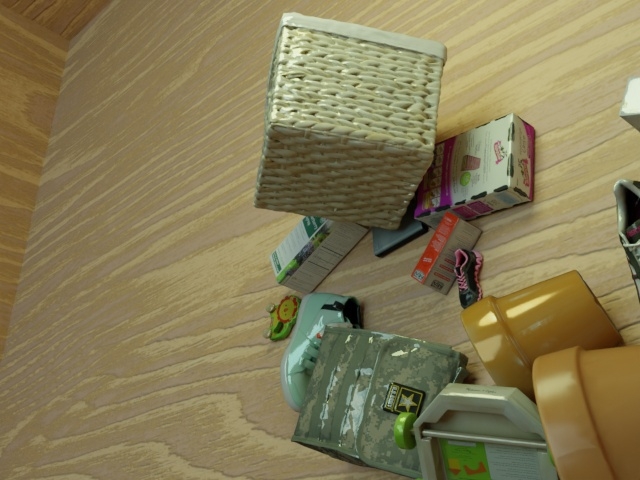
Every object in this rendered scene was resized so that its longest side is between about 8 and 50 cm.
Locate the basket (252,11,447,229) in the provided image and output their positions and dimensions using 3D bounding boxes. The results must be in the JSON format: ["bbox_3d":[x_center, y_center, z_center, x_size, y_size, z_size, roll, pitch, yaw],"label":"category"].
[{"bbox_3d":[0.051,-0.217,1.792,0.328,0.331,0.267,109,168,-61],"label":"basket"}]

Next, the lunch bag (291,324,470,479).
[{"bbox_3d":[0.116,0.291,1.651,0.287,0.169,0.235,2,68,44],"label":"lunch bag"}]

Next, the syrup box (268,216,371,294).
[{"bbox_3d":[0.000,0.000,2.023,0.237,0.096,0.093,-48,39,23],"label":"syrup box"}]

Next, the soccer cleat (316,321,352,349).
[{"bbox_3d":[0.044,0.257,1.820,0.068,0.076,0.196,6,105,65],"label":"soccer cleat"}]

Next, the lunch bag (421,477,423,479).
[{"bbox_3d":[0.215,0.420,1.508,0.067,0.098,0.065,-60,18,14],"label":"lunch bag"}]

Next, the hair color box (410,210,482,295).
[{"bbox_3d":[0.236,0.024,1.731,0.043,0.072,0.141,35,97,53],"label":"hair color box"}]

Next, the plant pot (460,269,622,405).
[{"bbox_3d":[0.351,0.148,1.428,0.188,0.205,0.205,-34,44,13],"label":"plant pot"}]

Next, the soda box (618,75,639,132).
[{"bbox_3d":[0.582,-0.220,1.440,0.216,0.069,0.074,3,72,52],"label":"soda box"}]

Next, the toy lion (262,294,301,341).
[{"bbox_3d":[-0.082,0.173,2.084,0.096,0.034,0.100,-13,60,39],"label":"toy lion"}]

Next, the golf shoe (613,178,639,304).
[{"bbox_3d":[0.491,0.033,1.366,0.105,0.120,0.273,-33,48,34],"label":"golf shoe"}]

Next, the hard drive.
[{"bbox_3d":[0.162,-0.033,1.900,0.135,0.022,0.094,-31,47,37],"label":"hard drive"}]

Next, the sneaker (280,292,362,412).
[{"bbox_3d":[0.007,0.226,1.884,0.151,0.094,0.256,-7,66,46],"label":"sneaker"}]

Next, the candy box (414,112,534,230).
[{"bbox_3d":[0.290,-0.126,1.751,0.233,0.071,0.159,-19,55,46],"label":"candy box"}]

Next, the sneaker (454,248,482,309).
[{"bbox_3d":[0.263,0.068,1.685,0.047,0.057,0.119,-20,56,42],"label":"sneaker"}]

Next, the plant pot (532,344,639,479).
[{"bbox_3d":[0.430,0.256,1.200,0.203,0.291,0.291,-24,50,22],"label":"plant pot"}]

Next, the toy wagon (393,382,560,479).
[{"bbox_3d":[0.257,0.380,1.379,0.267,0.068,0.345,-1,109,34],"label":"toy wagon"}]
